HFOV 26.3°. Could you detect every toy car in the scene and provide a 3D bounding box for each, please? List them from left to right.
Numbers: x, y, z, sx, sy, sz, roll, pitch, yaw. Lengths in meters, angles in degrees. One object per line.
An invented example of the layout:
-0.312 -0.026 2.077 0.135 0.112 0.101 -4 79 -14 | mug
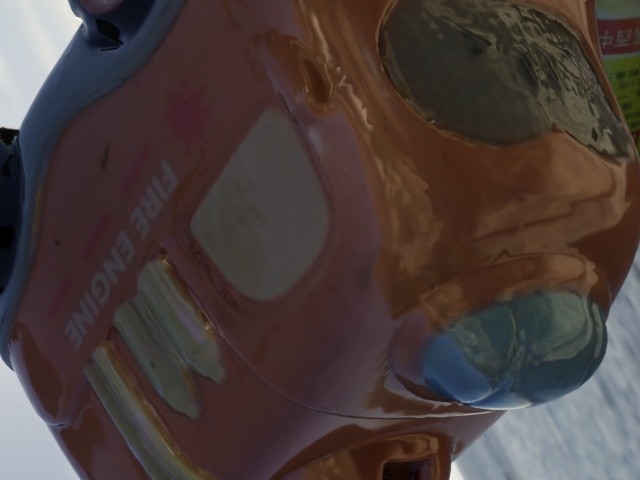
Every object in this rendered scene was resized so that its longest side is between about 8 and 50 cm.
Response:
0.000 0.000 0.491 0.180 0.270 0.212 2 -135 -41 | toy car

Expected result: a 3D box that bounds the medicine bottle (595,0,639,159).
0.167 -0.110 0.900 0.225 0.139 0.139 89 161 -47 | medicine bottle
